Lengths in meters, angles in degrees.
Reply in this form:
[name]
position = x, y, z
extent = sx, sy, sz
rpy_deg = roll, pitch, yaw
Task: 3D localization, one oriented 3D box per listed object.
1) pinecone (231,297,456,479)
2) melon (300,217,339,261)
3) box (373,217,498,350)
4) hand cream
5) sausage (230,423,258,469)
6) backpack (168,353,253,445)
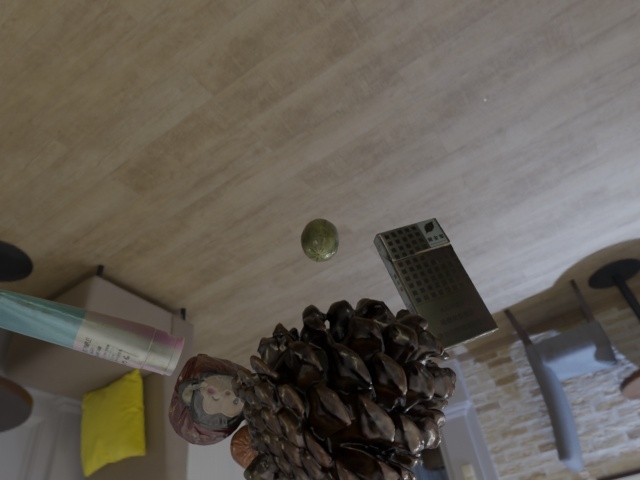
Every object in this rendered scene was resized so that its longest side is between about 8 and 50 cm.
[pinecone]
position = 0.030, 0.178, 0.534
extent = 0.273, 0.224, 0.224
rpy_deg = -28, 147, -26
[melon]
position = 0.000, 0.000, 1.153
extent = 0.098, 0.130, 0.098
rpy_deg = -1, 117, -2
[box]
position = 0.278, 0.104, 1.161
extent = 0.180, 0.324, 0.047
rpy_deg = -15, 154, -18
[hand cream]
position = -0.380, 0.141, 0.747
extent = 0.312, 0.070, 0.111
rpy_deg = 23, 136, -17
[sausage]
position = -0.167, 0.547, 1.246
extent = 0.121, 0.121, 0.304
rpy_deg = -6, 157, -5
[backpack]
position = -0.277, 0.405, 1.182
extent = 0.229, 0.139, 0.229
rpy_deg = -6, 103, -27
